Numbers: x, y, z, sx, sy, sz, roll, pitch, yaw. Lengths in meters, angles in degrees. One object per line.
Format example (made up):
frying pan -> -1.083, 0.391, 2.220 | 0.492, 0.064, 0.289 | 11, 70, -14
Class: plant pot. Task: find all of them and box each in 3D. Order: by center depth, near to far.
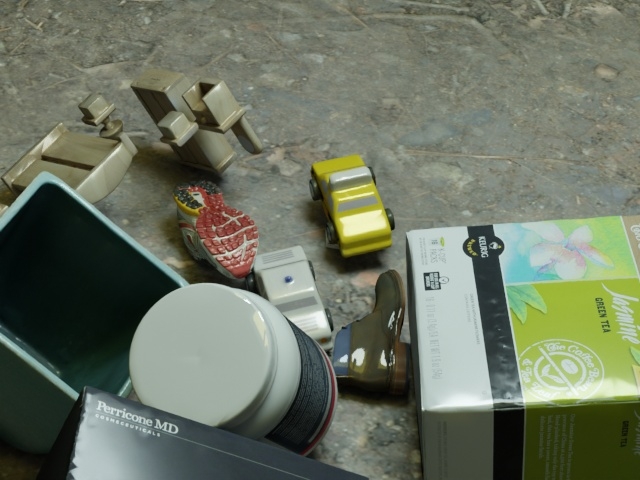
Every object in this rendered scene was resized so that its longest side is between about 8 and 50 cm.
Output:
plant pot -> -0.358, 0.121, 1.582 | 0.248, 0.252, 0.247 | 40, 42, -9

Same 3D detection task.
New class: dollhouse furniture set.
dollhouse furniture set -> -0.303, -0.082, 1.948 | 0.303, 0.174, 0.355 | 15, 55, 48

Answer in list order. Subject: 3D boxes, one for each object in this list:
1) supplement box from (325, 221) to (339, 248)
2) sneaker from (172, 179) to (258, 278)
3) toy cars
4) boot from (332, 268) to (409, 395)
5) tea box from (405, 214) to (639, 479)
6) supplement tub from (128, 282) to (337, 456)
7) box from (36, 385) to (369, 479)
supplement box -> 0.048, -0.028, 1.964 | 0.062, 0.036, 0.098 | 9, 41, 10
sneaker -> -0.152, -0.004, 1.880 | 0.088, 0.093, 0.225 | -12, 33, -19
toy cars -> 0.000, 0.000, 1.849 | 0.176, 0.087, 0.394 | 19, 52, 17
boot -> 0.064, 0.119, 1.756 | 0.106, 0.082, 0.219 | 3, 42, -3
tea box -> 0.278, 0.157, 1.595 | 0.323, 0.220, 0.329 | -4, 40, 2
supplement tub -> -0.099, 0.166, 1.514 | 0.191, 0.272, 0.191 | -5, 72, 14
box -> -0.134, 0.363, 1.295 | 0.343, 0.179, 0.312 | 21, 38, -15
